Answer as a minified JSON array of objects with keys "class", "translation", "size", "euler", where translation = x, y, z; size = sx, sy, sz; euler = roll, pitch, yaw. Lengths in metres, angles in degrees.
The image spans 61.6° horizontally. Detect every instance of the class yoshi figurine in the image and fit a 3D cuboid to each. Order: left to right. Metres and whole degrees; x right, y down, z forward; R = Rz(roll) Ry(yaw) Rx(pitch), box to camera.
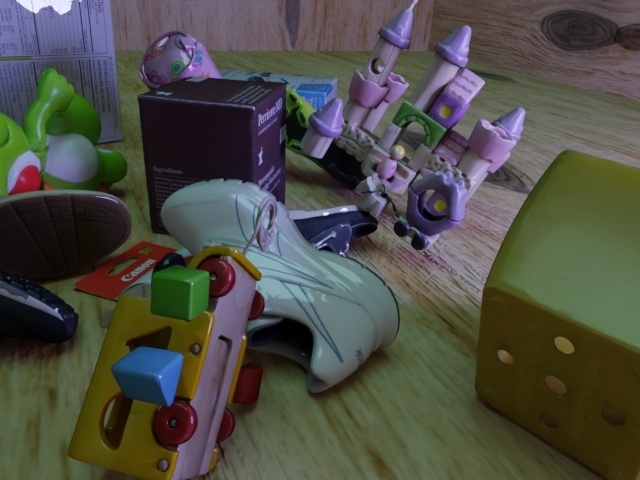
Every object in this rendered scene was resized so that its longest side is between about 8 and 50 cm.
[{"class":"yoshi figurine","translation":[-0.448,-0.158,0.774],"size":[0.203,0.203,0.362],"euler":[16,5,25]}]

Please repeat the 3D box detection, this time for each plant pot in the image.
[{"class":"plant pot","translation":[0.252,0.074,0.471],"size":[0.187,0.212,0.212],"euler":[-33,42,-32]}]

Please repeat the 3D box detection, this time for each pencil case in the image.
[{"class":"pencil case","translation":[-0.198,-0.251,0.985],"size":[0.124,0.124,0.284],"euler":[19,-11,29]}]

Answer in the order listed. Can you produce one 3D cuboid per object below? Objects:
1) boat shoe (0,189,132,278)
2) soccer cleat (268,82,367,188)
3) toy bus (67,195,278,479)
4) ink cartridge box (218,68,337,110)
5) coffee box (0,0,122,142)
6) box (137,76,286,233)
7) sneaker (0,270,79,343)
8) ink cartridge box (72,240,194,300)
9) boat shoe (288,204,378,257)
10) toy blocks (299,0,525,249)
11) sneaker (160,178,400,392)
[{"class":"boat shoe","translation":[-0.389,-0.007,0.648],"size":[0.302,0.109,0.098],"euler":[-17,30,-23]},{"class":"soccer cleat","translation":[-0.004,-0.193,1.022],"size":[0.289,0.093,0.121],"euler":[39,15,13]},{"class":"toy bus","translation":[-0.113,0.077,0.411],"size":[0.104,0.191,0.202],"euler":[9,27,11]},{"class":"ink cartridge box","translation":[-0.125,-0.330,1.308],"size":[0.307,0.129,0.223],"euler":[7,27,6]},{"class":"coffee box","translation":[-0.653,-0.391,1.128],"size":[0.334,0.338,0.337],"euler":[-19,35,-39]},{"class":"box","translation":[-0.151,-0.125,0.805],"size":[0.166,0.203,0.168],"euler":[8,27,9]},{"class":"sneaker","translation":[-0.390,0.070,0.522],"size":[0.283,0.124,0.107],"euler":[21,-11,-9]},{"class":"ink cartridge box","translation":[-0.189,0.029,0.669],"size":[0.179,0.045,0.145],"euler":[14,27,15]},{"class":"boat shoe","translation":[0.000,0.000,0.735],"size":[0.233,0.079,0.084],"euler":[-11,-14,-47]},{"class":"toy blocks","translation":[0.164,-0.199,0.817],"size":[0.288,0.260,0.309],"euler":[39,30,12]},{"class":"sneaker","translation":[-0.065,0.035,0.556],"size":[0.297,0.111,0.129],"euler":[32,44,21]}]
